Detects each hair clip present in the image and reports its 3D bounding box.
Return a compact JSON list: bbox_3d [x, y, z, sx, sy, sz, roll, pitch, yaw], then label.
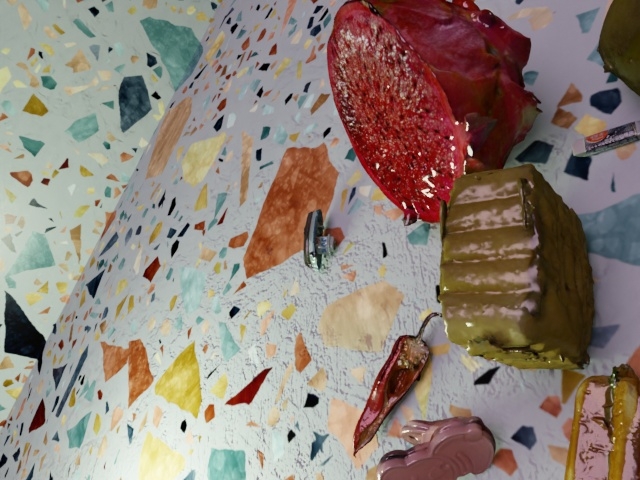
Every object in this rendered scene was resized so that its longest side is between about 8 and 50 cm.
[{"bbox_3d":[0.160,0.295,0.670,0.138,0.123,0.102,-26,31,42],"label":"hair clip"}]

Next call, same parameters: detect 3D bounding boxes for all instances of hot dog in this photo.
[{"bbox_3d":[0.321,0.258,0.542,0.104,0.076,0.250,-23,46,63],"label":"hot dog"}]

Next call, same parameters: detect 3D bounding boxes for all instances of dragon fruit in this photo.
[{"bbox_3d":[0.184,-0.224,0.795,0.249,0.371,0.386,-30,31,-13],"label":"dragon fruit"}]

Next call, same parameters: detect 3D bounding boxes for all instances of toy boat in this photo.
[{"bbox_3d":[0.000,0.000,1.064,0.066,0.059,0.140,-4,61,18],"label":"toy boat"}]

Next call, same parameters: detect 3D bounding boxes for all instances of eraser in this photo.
[{"bbox_3d":[0.411,-0.144,0.714,0.099,0.019,0.027,-17,57,43],"label":"eraser"}]

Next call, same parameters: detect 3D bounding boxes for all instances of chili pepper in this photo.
[{"bbox_3d":[0.118,0.226,0.806,0.268,0.059,0.050,-62,0,4],"label":"chili pepper"}]

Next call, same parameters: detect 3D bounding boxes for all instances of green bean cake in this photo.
[{"bbox_3d":[0.250,0.041,0.625,0.131,0.224,0.229,-10,63,41],"label":"green bean cake"}]

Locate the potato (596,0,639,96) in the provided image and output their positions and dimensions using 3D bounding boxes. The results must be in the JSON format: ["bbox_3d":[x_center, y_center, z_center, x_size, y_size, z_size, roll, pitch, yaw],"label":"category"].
[{"bbox_3d":[0.493,-0.286,0.584,0.307,0.173,0.210,-40,40,30],"label":"potato"}]
